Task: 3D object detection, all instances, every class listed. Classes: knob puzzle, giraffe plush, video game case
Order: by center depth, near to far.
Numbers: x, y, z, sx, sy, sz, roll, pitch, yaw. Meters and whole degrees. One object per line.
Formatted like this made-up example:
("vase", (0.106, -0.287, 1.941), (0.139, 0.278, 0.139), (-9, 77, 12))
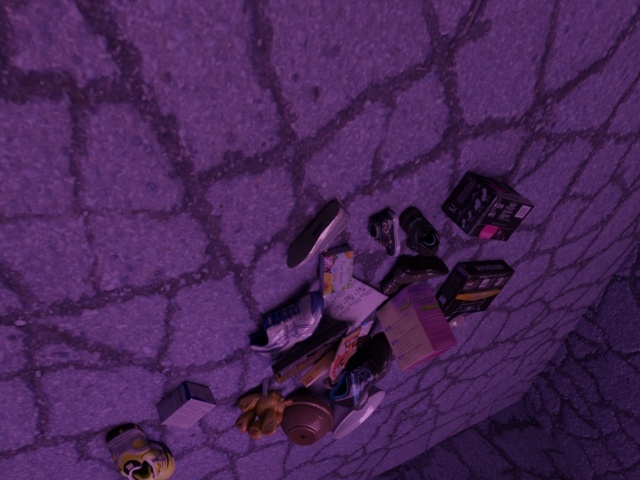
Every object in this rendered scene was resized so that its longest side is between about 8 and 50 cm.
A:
("video game case", (-0.035, 0.379, 1.619), (0.275, 0.035, 0.248), (-30, 161, -14))
("knob puzzle", (0.085, 0.406, 1.677), (0.213, 0.030, 0.213), (-49, 155, -33))
("giraffe plush", (-0.198, 0.635, 1.815), (0.210, 0.181, 0.170), (-68, 156, -15))

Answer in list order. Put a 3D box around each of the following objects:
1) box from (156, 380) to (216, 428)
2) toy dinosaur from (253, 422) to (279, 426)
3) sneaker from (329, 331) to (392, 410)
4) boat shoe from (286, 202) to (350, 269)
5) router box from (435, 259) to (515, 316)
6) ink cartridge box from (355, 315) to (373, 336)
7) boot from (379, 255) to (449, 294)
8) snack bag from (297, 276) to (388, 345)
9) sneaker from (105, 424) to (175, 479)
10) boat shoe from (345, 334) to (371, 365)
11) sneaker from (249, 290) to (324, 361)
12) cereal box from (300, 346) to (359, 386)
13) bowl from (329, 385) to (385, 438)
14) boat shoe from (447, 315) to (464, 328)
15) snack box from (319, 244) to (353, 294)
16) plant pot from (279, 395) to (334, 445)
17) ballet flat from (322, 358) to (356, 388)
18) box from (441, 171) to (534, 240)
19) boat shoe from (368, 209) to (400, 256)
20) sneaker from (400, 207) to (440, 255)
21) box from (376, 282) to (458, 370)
("box", (-0.439, 0.540, 1.579), (0.137, 0.072, 0.126), (-40, 141, 7))
("toy dinosaur", (-0.211, 0.756, 1.979), (0.112, 0.064, 0.211), (-21, 140, -20))
("sneaker", (0.161, 0.503, 1.863), (0.140, 0.125, 0.341), (23, 97, -28))
("boat shoe", (0.000, -0.001, 1.340), (0.227, 0.079, 0.081), (-50, 135, 12))
("router box", (0.636, 0.201, 2.017), (0.309, 0.081, 0.243), (-1, 130, -36))
("ink cartridge box", (0.166, 0.328, 1.843), (0.048, 0.028, 0.083), (-7, 134, -31))
("boot", (0.335, 0.129, 1.743), (0.246, 0.083, 0.161), (2, 139, -36))
("snack bag", (0.043, 0.267, 1.685), (0.342, 0.037, 0.323), (-45, 141, 12))
("sneaker", (-0.600, 0.767, 1.635), (0.145, 0.147, 0.384), (-30, 143, -10))
("boat shoe", (0.149, 0.440, 1.930), (0.153, 0.048, 0.056), (-41, 142, 7))
("sneaker", (-0.108, 0.263, 1.501), (0.131, 0.112, 0.296), (27, 113, -28))
("cereal box", (0.039, 0.464, 1.814), (0.173, 0.047, 0.240), (-45, 162, 13))
("bowl", (0.132, 0.716, 2.114), (0.298, 0.134, 0.298), (-32, 148, -23))
("boat shoe", (0.602, 0.382, 2.216), (0.125, 0.038, 0.046), (-33, 100, -12))
("snack box", (0.048, 0.091, 1.479), (0.100, 0.037, 0.141), (-14, 124, -23))
("plant pot", (-0.065, 0.749, 1.952), (0.237, 0.109, 0.237), (2, 124, 4))
("ballet flat", (0.125, 0.533, 1.971), (0.248, 0.086, 0.086), (-28, 141, -11))
("box", (0.552, -0.109, 1.589), (0.247, 0.142, 0.163), (5, 125, -41))
("boat shoe", (0.195, -0.010, 1.493), (0.083, 0.065, 0.183), (-24, 133, -13))
("sneaker", (0.338, 0.001, 1.573), (0.101, 0.106, 0.267), (-42, 143, 6))
("box", (0.341, 0.314, 1.744), (0.117, 0.243, 0.213), (-8, 152, -31))
